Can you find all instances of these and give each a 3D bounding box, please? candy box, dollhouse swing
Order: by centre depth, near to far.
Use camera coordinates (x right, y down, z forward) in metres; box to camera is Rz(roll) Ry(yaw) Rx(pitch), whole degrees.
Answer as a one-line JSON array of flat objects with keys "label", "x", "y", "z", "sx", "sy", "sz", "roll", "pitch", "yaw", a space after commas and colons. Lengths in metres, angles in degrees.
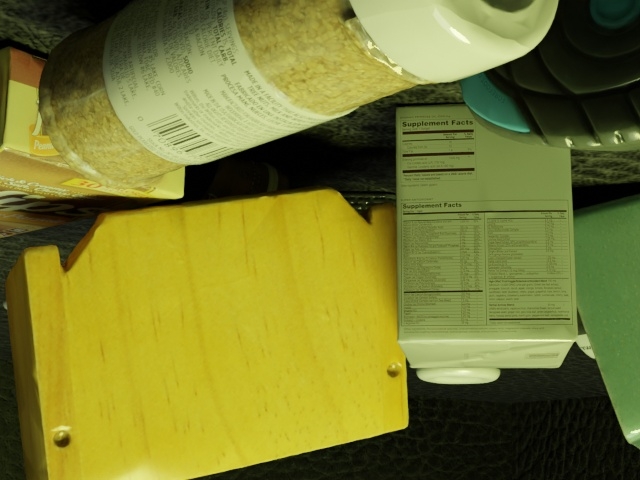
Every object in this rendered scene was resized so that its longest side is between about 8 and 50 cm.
[{"label": "candy box", "x": -0.291, "y": -0.070, "z": 0.963, "sx": 0.316, "sy": 0.087, "sz": 0.183, "roll": -9, "pitch": 165, "yaw": 39}, {"label": "dollhouse swing", "x": -0.138, "y": 0.100, "z": 1.102, "sx": 0.347, "sy": 0.315, "sz": 0.305, "roll": -8, "pitch": -169, "yaw": -25}]

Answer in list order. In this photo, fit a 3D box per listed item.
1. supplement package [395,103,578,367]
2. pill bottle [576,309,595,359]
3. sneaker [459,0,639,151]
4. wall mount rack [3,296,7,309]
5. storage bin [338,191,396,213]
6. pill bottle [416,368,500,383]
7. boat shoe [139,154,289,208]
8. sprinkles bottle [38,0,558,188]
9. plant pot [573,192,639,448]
[{"label": "supplement package", "x": 0.146, "y": 0.004, "z": 0.987, "sx": 0.149, "sy": 0.203, "sz": 0.194, "roll": -1, "pitch": 167, "yaw": 7}, {"label": "pill bottle", "x": 0.464, "y": 0.091, "z": 1.490, "sx": 0.130, "sy": 0.130, "sz": 0.246, "roll": 9, "pitch": 165, "yaw": -29}, {"label": "sneaker", "x": 0.249, "y": -0.113, "z": 0.653, "sx": 0.341, "sy": 0.125, "sz": 0.140, "roll": -5, "pitch": 170, "yaw": 34}, {"label": "wall mount rack", "x": -0.205, "y": 0.086, "z": 1.399, "sx": 0.304, "sy": 0.130, "sz": 0.350, "roll": -7, "pitch": -168, "yaw": 19}, {"label": "storage bin", "x": 0.000, "y": 0.000, "z": 1.248, "sx": 0.180, "sy": 0.084, "sz": 0.122, "roll": 1, "pitch": 167, "yaw": 3}, {"label": "pill bottle", "x": 0.168, "y": 0.080, "z": 1.353, "sx": 0.103, "sy": 0.184, "sz": 0.103, "roll": 1, "pitch": 167, "yaw": 0}, {"label": "boat shoe", "x": -0.144, "y": -0.036, "z": 1.124, "sx": 0.095, "sy": 0.095, "sz": 0.257, "roll": 24, "pitch": 148, "yaw": -34}, {"label": "sprinkles bottle", "x": -0.035, "y": -0.119, "z": 0.654, "sx": 0.121, "sy": 0.121, "sz": 0.355, "roll": 13, "pitch": 163, "yaw": -40}, {"label": "plant pot", "x": 0.418, "y": 0.067, "z": 1.188, "sx": 0.252, "sy": 0.248, "sz": 0.247, "roll": -22, "pitch": 160, "yaw": 15}]
